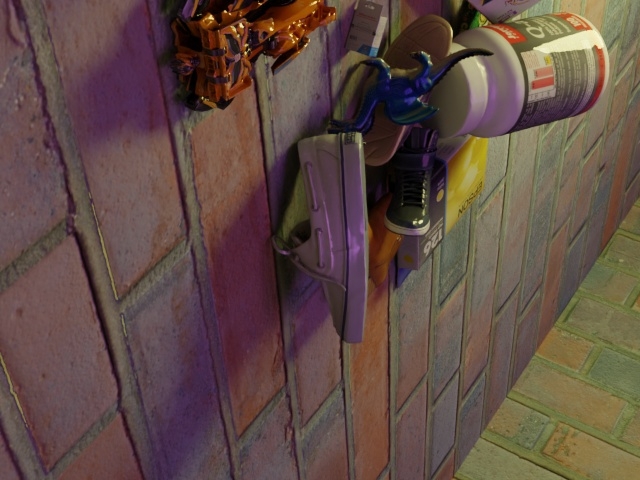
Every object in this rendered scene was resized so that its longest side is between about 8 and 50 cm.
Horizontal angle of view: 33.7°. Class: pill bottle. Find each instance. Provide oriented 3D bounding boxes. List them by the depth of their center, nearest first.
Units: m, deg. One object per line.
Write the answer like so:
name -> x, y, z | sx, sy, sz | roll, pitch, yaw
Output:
pill bottle -> 0.357, -0.310, 2.014 | 0.363, 0.210, 0.210 | -17, 128, -33

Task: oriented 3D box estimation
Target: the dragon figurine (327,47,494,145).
dragon figurine -> 0.147, -0.241, 1.771 | 0.085, 0.289, 0.144 | -113, -167, -79

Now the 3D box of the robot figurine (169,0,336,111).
robot figurine -> -0.088, -0.293, 1.398 | 0.291, 0.085, 0.211 | -47, 147, -37

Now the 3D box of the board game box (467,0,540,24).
board game box -> 0.351, -0.517, 1.897 | 0.242, 0.064, 0.316 | -30, 158, 22

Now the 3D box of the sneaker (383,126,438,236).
sneaker -> 0.163, -0.115, 1.904 | 0.226, 0.086, 0.163 | -78, 173, -63

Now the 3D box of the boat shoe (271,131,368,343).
boat shoe -> -0.001, 0.002, 1.754 | 0.136, 0.156, 0.367 | -78, 166, -65

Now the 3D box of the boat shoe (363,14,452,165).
boat shoe -> 0.143, -0.262, 1.867 | 0.092, 0.103, 0.285 | 7, 108, -87

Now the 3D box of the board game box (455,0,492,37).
board game box -> 0.301, -0.380, 2.152 | 0.136, 0.030, 0.260 | -8, 117, -59

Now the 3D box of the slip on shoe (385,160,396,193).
slip on shoe -> 0.149, -0.137, 2.033 | 0.041, 0.051, 0.135 | -48, 157, -46

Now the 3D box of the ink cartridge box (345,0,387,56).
ink cartridge box -> 0.077, -0.345, 1.718 | 0.028, 0.048, 0.083 | -10, 120, -61

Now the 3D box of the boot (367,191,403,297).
boot -> 0.085, -0.026, 1.962 | 0.211, 0.104, 0.295 | -58, 155, -35

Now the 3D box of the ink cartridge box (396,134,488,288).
ink cartridge box -> 0.263, -0.084, 2.279 | 0.303, 0.072, 0.307 | -48, 147, -35
